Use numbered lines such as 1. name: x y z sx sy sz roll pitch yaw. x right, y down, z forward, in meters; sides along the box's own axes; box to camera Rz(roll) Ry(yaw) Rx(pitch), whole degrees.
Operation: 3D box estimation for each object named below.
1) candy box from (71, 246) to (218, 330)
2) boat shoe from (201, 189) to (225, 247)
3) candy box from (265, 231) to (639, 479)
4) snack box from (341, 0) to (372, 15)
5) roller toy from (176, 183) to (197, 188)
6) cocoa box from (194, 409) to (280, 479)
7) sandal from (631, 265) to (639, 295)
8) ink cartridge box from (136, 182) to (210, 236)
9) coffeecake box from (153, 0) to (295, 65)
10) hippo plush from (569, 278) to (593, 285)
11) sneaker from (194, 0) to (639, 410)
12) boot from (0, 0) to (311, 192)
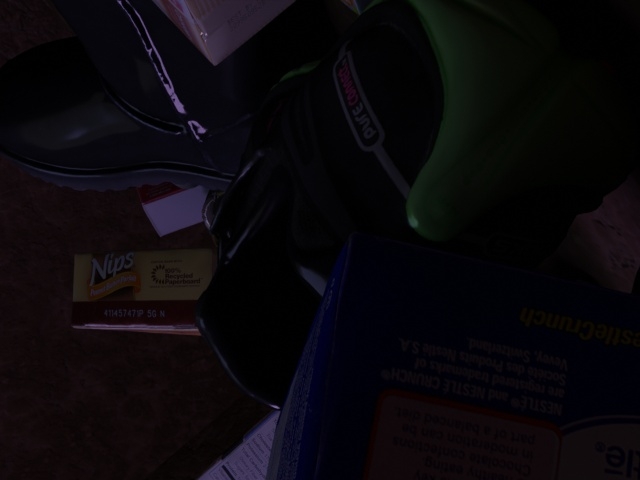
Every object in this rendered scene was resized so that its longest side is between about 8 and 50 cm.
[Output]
1. candy box: -0.104 0.064 1.252 0.183 0.087 0.316 -1 173 30
2. boat shoe: -0.078 -0.028 1.314 0.116 0.097 0.324 54 157 -15
3. candy box: 0.109 0.129 0.458 0.268 0.122 0.317 13 160 -1
4. snack box: -0.013 -0.196 0.586 0.100 0.037 0.141 47 173 33
5. roller toy: -0.177 -0.167 1.293 0.209 0.146 0.191 36 174 43
6. cocoa box: 0.049 0.273 1.380 0.231 0.228 0.347 49 -162 8
7. sandal: 0.199 0.084 0.563 0.102 0.076 0.265 45 171 36
8. ink cartridge box: -0.196 -0.122 1.510 0.127 0.128 0.176 76 172 -69
9. coffeecake box: -0.050 -0.187 0.444 0.185 0.142 0.068 48 173 18
10. hippo plush: 0.124 0.161 0.769 0.236 0.234 0.294 59 -174 -5
11. sneaker: 0.000 0.000 0.658 0.185 0.202 0.483 41 166 1
12. boot: -0.190 -0.198 0.802 0.367 0.146 0.445 5 156 22
